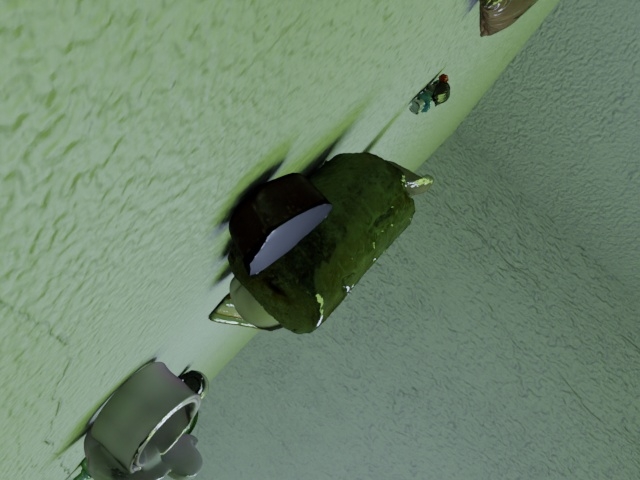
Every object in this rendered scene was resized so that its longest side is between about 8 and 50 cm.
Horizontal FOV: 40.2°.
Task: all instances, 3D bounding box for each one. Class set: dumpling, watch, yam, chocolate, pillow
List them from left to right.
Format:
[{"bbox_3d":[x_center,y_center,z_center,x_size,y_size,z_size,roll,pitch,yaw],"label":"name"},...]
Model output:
[{"bbox_3d":[-0.306,0.342,1.634,0.248,0.211,0.217,-23,149,-59],"label":"watch"},{"bbox_3d":[-0.071,-0.030,1.152,0.149,0.080,0.125,-41,166,13],"label":"chocolate"},{"bbox_3d":[0.000,0.000,1.405,0.300,0.195,0.195,-45,176,-35],"label":"yam"},{"bbox_3d":[0.087,-0.110,1.916,0.332,0.166,0.086,-29,-126,48],"label":"dumpling"},{"bbox_3d":[0.338,-0.433,1.398,0.236,0.084,0.223,-45,178,10],"label":"pillow"}]

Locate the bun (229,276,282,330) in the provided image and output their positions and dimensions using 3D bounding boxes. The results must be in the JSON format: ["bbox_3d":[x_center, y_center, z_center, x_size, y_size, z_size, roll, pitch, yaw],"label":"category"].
[{"bbox_3d":[-0.087,0.064,1.541,0.173,0.120,0.173,-26,-150,16],"label":"bun"}]

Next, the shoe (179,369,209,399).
[{"bbox_3d":[-0.379,0.422,2.273,0.227,0.099,0.112,-49,170,-27],"label":"shoe"}]

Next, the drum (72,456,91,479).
[{"bbox_3d":[-0.535,0.533,1.971,0.253,0.049,0.130,-45,176,-28],"label":"drum"}]

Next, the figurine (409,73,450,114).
[{"bbox_3d":[0.233,-0.307,1.845,0.106,0.047,0.060,-37,135,-28],"label":"figurine"}]

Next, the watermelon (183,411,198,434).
[{"bbox_3d":[-0.354,0.393,1.893,0.187,0.140,0.141,-43,176,-5],"label":"watermelon"}]

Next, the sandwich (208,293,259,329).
[{"bbox_3d":[-0.148,0.155,1.864,0.079,0.113,0.163,-48,175,22],"label":"sandwich"}]
